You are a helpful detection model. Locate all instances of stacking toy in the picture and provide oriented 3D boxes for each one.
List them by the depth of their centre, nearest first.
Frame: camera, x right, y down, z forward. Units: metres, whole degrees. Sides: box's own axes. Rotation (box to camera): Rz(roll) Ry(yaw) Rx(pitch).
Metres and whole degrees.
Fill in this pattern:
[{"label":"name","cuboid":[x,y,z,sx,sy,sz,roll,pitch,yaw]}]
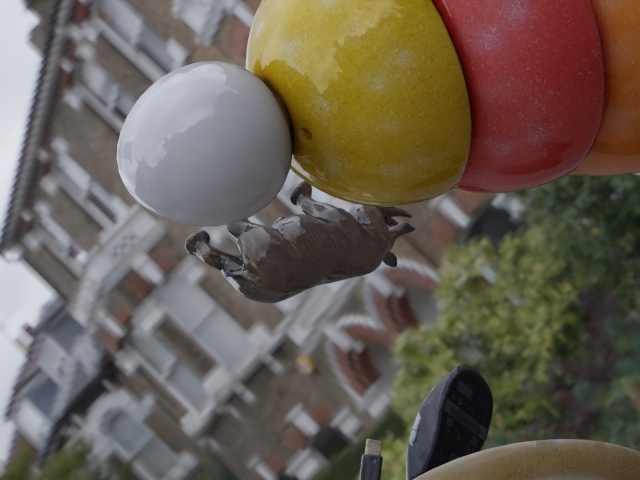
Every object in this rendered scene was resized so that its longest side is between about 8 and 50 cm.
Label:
[{"label":"stacking toy","cuboid":[0.062,-0.141,1.121,0.480,0.350,0.350,-23,-18,-20]}]

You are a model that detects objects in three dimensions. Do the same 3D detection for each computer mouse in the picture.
[{"label":"computer mouse","cuboid":[0.110,0.255,1.751,0.060,0.184,0.262,-8,58,46]}]

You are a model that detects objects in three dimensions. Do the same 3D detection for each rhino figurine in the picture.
[{"label":"rhino figurine","cuboid":[0.000,0.000,1.381,0.243,0.106,0.073,-14,-45,-42]}]

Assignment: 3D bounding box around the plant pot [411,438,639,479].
[{"label":"plant pot","cuboid":[0.132,0.216,0.966,0.236,0.236,0.032,-53,32,34]}]
